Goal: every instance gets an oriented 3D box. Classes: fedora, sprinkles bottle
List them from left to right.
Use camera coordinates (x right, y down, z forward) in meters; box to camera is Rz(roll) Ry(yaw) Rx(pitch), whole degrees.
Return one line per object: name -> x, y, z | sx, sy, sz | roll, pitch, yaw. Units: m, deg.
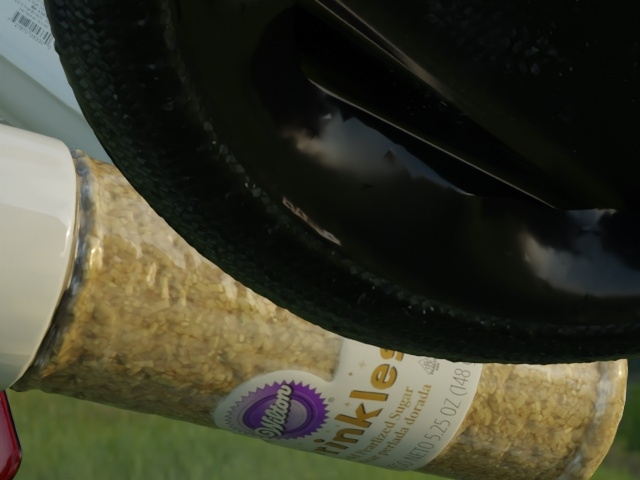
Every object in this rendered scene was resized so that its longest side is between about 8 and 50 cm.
sprinkles bottle -> -0.023, 0.041, 0.884 | 0.355, 0.121, 0.121 | 15, -2, -25
fedora -> 0.069, -0.110, 0.602 | 0.334, 0.334, 0.152 | -3, 42, 0

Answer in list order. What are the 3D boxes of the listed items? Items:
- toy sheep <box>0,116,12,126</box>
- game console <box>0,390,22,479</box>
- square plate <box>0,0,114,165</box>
toy sheep -> -0.225, -0.078, 1.391 | 0.091, 0.132, 0.091 | 6, 12, -1
game console -> -0.196, 0.140, 1.060 | 0.085, 0.124, 0.144 | -27, 39, 0
square plate -> -0.124, -0.222, 1.158 | 0.347, 0.344, 0.049 | 36, 6, 10
